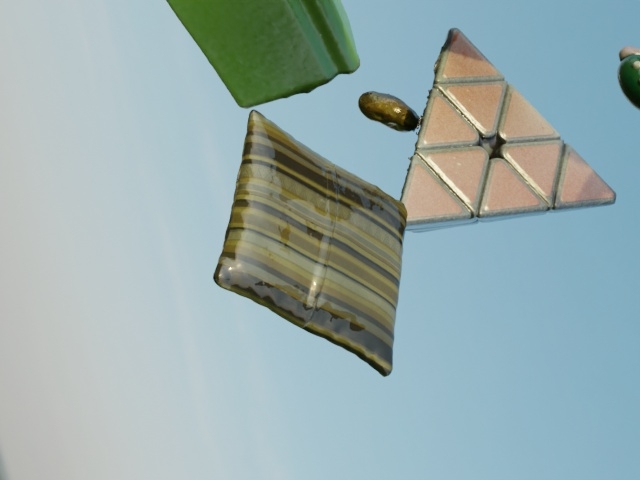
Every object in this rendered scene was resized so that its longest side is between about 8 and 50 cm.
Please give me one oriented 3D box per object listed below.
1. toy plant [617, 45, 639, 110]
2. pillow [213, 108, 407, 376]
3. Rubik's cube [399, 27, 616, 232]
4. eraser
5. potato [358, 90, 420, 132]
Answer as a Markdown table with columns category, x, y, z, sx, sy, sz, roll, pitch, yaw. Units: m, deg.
| category | x | y | z | sx | sy | sz | roll | pitch | yaw |
| --- | --- | --- | --- | --- | --- | --- | --- | --- | --- |
| toy plant | 0.591 | -0.242 | 1.498 | 0.112 | 0.233 | 0.243 | 86 | -21 | -54 |
| pillow | 0.000 | 0.000 | 0.937 | 0.052 | 0.208 | 0.212 | -32 | -143 | 42 |
| Rubik's cube | 0.194 | -0.093 | 1.258 | 0.233 | 0.229 | 0.228 | 42 | 9 | -37 |
| eraser | -0.075 | -0.317 | 1.367 | 0.274 | 0.210 | 0.092 | 52 | 26 | -56 |
| potato | 0.094 | -0.175 | 1.319 | 0.092 | 0.045 | 0.046 | 27 | -18 | 1 |
